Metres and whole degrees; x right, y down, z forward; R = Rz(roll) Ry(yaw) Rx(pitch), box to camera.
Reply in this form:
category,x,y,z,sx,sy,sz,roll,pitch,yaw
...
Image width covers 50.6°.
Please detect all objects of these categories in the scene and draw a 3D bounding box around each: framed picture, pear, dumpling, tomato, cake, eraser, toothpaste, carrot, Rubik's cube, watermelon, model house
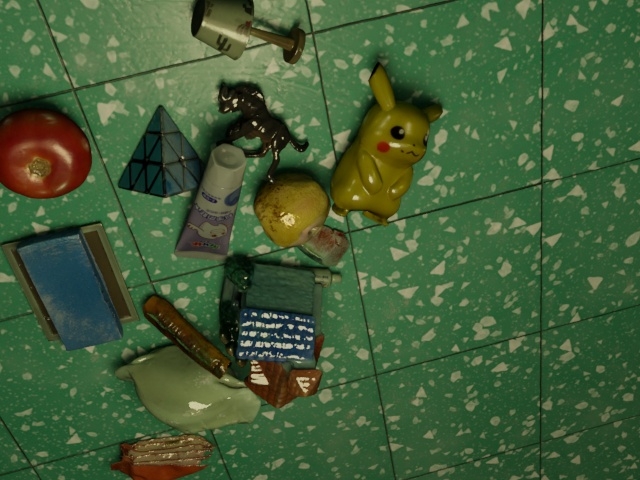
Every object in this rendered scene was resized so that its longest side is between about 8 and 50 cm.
category,x,y,z,sx,sy,sz,roll,pitch,yaw
framed picture,-0.580,0.101,1.596,0.231,0.018,0.293,-13,123,-5
pear,-0.060,-0.070,1.514,0.178,0.178,0.178,-6,123,-9
dumpling,-0.318,0.373,1.712,0.212,0.321,0.270,-54,153,3
tomato,-0.560,-0.175,1.356,0.195,0.136,0.195,-7,124,-11
cake,-0.436,0.623,1.914,0.287,0.098,0.135,-6,122,-3
eraser,-0.574,0.118,1.572,0.144,0.042,0.312,-13,124,-3
toothpaste,-0.078,0.090,1.682,0.268,0.047,0.069,3,142,-11
carrot,-0.321,0.232,1.637,0.260,0.070,0.070,40,110,5
Rubik's cube,-0.298,-0.129,1.421,0.190,0.178,0.211,18,117,-25
watermelon,-0.006,0.007,1.646,0.180,0.081,0.094,20,90,-29
toothpaste,-0.235,-0.065,1.493,0.125,0.080,0.371,6,145,-17
model house,-0.114,0.261,1.587,0.252,0.329,0.295,6,129,-14

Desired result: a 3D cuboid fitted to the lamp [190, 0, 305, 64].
category,x,y,z,sx,sy,sz,roll,pitch,yaw
lamp,-0.137,-0.404,1.315,0.215,0.121,0.121,11,119,-29

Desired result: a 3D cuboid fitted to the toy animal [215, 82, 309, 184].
category,x,y,z,sx,sy,sz,roll,pitch,yaw
toy animal,-0.132,-0.231,1.442,0.233,0.084,0.148,33,98,-24

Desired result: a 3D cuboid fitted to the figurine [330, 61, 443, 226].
category,x,y,z,sx,sy,sz,roll,pitch,yaw
figurine,0.146,-0.191,1.484,0.218,0.169,0.326,10,123,-36
